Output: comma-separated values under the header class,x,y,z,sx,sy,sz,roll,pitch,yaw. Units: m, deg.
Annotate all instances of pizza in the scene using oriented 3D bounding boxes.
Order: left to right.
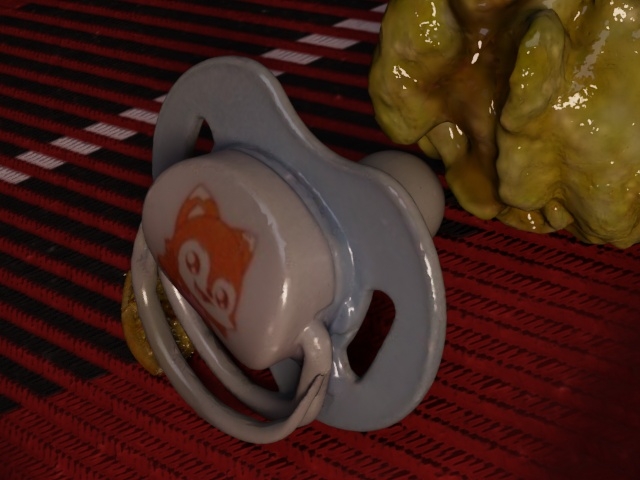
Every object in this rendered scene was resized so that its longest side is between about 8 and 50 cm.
class,x,y,z,sx,sy,sz,roll,pitch,yaw
pizza,-0.121,0.051,0.736,0.109,0.026,0.123,-27,49,-2

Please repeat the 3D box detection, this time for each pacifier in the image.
class,x,y,z,sx,sy,sz,roll,pitch,yaw
pacifier,0.000,0.000,0.647,0.233,0.244,0.299,-22,56,-37

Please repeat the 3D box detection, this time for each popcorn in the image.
class,x,y,z,sx,sy,sz,roll,pitch,yaw
popcorn,0.177,-0.115,0.618,0.250,0.235,0.241,18,44,18
